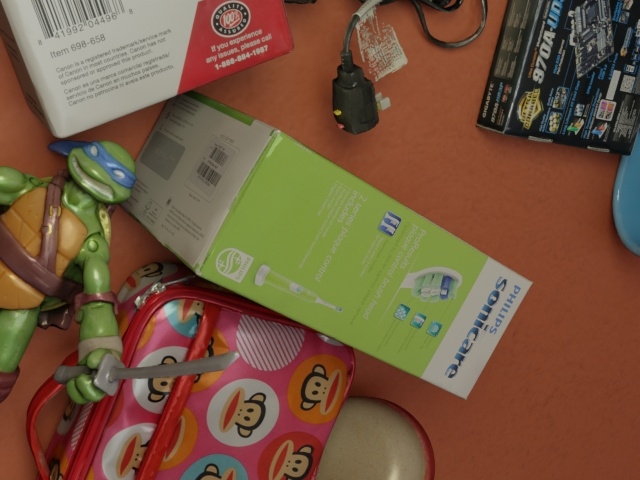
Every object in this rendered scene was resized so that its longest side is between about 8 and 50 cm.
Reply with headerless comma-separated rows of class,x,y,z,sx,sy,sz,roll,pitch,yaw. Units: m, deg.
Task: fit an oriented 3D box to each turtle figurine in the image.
turtle figurine,-0.239,0.045,0.703,0.266,0.274,0.198,-46,128,13

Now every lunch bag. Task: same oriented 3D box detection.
lunch bag,-0.129,0.169,0.888,0.258,0.120,0.293,19,96,-28

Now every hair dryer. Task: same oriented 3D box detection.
hair dryer,0.028,-0.260,0.854,0.223,0.080,0.293,-46,127,-32

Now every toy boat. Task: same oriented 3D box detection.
toy boat,0.032,0.269,1.010,0.151,0.151,0.231,14,103,-62

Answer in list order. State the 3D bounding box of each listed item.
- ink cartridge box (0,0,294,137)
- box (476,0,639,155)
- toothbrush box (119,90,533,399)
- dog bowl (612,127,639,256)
ink cartridge box,-0.157,-0.242,0.721,0.197,0.114,0.272,-24,118,-18
box,0.263,-0.203,0.997,0.175,0.051,0.220,5,105,-29
toothbrush box,0.000,0.000,0.838,0.283,0.206,0.122,29,92,-32
dog bowl,0.388,-0.108,1.040,0.074,0.166,0.297,5,106,-18
